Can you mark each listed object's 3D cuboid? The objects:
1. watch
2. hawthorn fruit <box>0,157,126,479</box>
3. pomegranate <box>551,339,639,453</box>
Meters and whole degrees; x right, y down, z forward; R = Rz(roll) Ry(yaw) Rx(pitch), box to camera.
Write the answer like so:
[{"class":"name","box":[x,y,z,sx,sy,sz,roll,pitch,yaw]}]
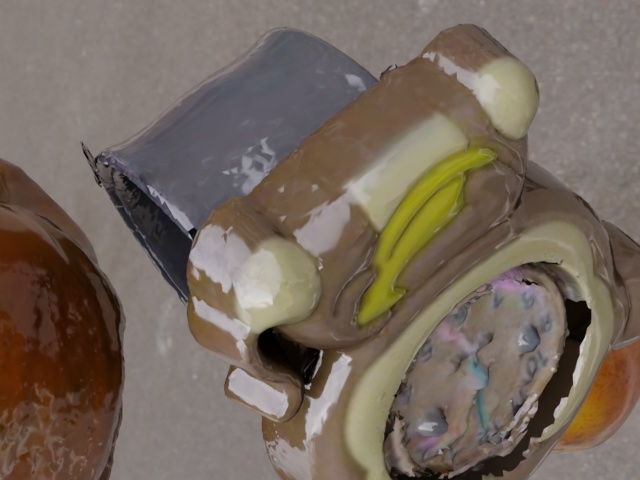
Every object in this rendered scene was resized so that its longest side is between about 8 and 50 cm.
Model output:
[{"class":"watch","box":[0.000,0.000,0.741,0.327,0.314,0.335,35,161,44]},{"class":"hawthorn fruit","box":[-0.345,0.127,0.783,0.472,0.472,0.471,15,107,61]},{"class":"pomegranate","box":[0.223,0.093,1.198,0.264,0.264,0.264,15,107,61]}]
